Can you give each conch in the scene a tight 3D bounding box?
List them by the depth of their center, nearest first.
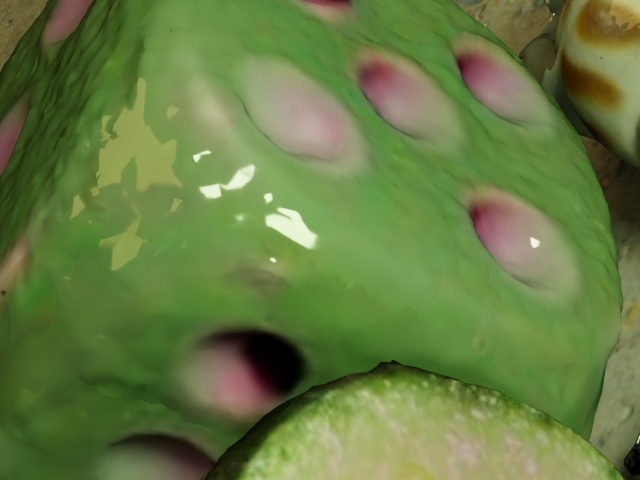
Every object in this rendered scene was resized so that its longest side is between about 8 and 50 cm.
[{"bbox_3d":[0.213,-0.120,1.119,0.275,0.149,0.182,-71,5,-50],"label":"conch"}]

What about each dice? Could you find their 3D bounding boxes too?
[{"bbox_3d":[-0.045,0.028,1.041,0.322,0.318,0.330,-48,26,33],"label":"dice"}]

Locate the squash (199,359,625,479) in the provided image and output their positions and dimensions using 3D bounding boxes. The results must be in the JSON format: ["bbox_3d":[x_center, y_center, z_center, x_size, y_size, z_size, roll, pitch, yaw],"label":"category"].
[{"bbox_3d":[-0.009,0.255,0.881,0.309,0.310,0.310,-38,28,46],"label":"squash"}]

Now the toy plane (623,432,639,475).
[{"bbox_3d":[0.219,0.078,0.981,0.197,0.053,0.078,-57,22,-18],"label":"toy plane"}]
